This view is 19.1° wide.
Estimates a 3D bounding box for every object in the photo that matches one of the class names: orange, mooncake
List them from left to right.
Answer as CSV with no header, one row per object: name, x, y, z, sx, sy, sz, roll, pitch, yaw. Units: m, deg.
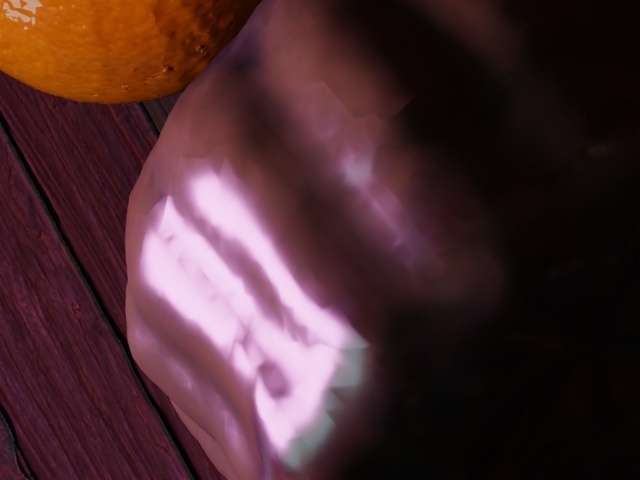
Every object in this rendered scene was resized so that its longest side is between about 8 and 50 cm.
orange,-0.150,-0.225,1.322,0.274,0.274,0.274,59,171,16
mooncake,0.075,0.012,0.718,0.161,0.290,0.290,55,169,35
